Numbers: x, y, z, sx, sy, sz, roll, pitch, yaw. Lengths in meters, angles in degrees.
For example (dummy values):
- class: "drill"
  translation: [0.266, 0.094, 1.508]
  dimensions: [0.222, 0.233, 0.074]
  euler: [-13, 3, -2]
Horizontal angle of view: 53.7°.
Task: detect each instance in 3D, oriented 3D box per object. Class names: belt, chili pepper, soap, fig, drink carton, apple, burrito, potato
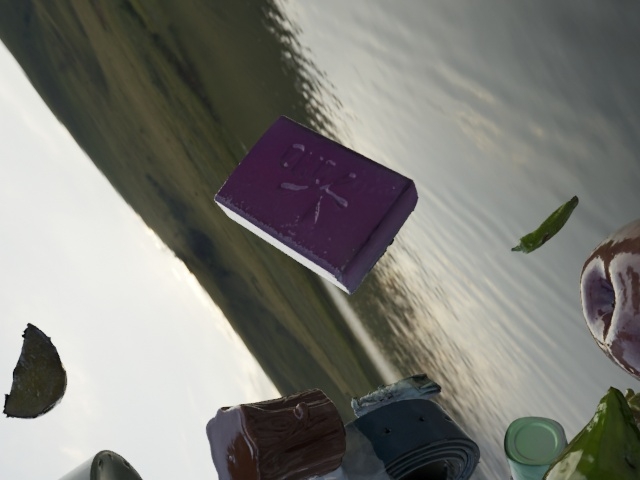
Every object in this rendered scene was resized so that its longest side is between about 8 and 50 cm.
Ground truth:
- class: "belt"
  translation: [0.179, 0.532, 1.486]
  dimensions: [0.437, 0.300, 0.173]
  euler: [1, -152, -42]
- class: "chili pepper"
  translation: [0.491, -0.034, 1.337]
  dimensions: [0.043, 0.208, 0.049]
  euler: [48, 164, 21]
- class: "soap"
  translation: [-0.010, -0.062, 0.947]
  dimensions: [0.259, 0.181, 0.081]
  euler: [33, 167, 27]
- class: "fig"
  translation: [0.371, 0.329, 0.803]
  dimensions: [0.167, 0.233, 0.167]
  euler: [24, -163, -8]
- class: "drink carton"
  translation: [0.411, 0.412, 1.175]
  dimensions: [0.144, 0.146, 0.142]
  euler: [-57, -47, -46]
- class: "apple"
  translation: [0.531, 0.088, 0.937]
  dimensions: [0.306, 0.235, 0.305]
  euler: [2, -90, -89]
- class: "burrito"
  translation: [0.228, 0.484, 1.954]
  dimensions: [0.096, 0.309, 0.066]
  euler: [49, -148, -23]
- class: "potato"
  translation: [-0.518, 0.249, 1.186]
  dimensions: [0.089, 0.101, 0.171]
  euler: [112, 162, -70]

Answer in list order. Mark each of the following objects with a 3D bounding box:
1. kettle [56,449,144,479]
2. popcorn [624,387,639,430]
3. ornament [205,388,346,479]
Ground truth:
- class: "kettle"
  translation: [-0.491, 0.648, 1.180]
  dimensions: [0.361, 0.377, 0.250]
  euler: [59, 178, 16]
- class: "popcorn"
  translation: [0.666, 0.381, 1.275]
  dimensions: [0.173, 0.174, 0.142]
  euler: [56, 176, 34]
- class: "ornament"
  translation: [-0.086, 0.405, 1.267]
  dimensions: [0.221, 0.218, 0.235]
  euler: [15, 107, 53]
